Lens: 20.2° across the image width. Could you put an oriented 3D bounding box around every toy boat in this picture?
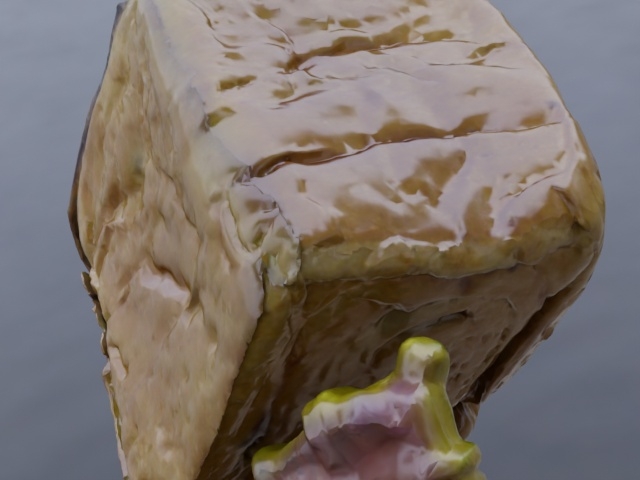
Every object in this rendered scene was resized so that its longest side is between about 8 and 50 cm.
[{"bbox_3d":[0.028,0.167,0.598,0.141,0.318,0.099,17,51,29],"label":"toy boat"}]

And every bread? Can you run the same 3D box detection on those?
[{"bbox_3d":[0.000,0.000,0.609,0.149,0.158,0.143,-8,54,-23],"label":"bread"}]
